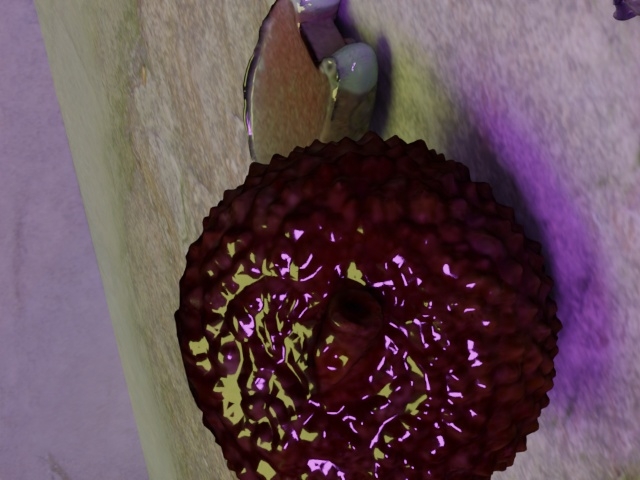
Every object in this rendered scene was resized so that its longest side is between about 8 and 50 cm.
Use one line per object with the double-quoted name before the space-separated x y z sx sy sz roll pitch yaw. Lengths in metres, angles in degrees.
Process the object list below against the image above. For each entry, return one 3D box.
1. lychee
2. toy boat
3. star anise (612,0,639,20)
"lychee" 0.039 0.068 1.175 0.330 0.306 0.306 -3 -110 -79
"toy boat" 0.002 -0.134 1.398 0.155 0.085 0.227 63 150 26
"star anise" 0.198 -0.173 0.728 0.229 0.093 0.236 46 154 48
